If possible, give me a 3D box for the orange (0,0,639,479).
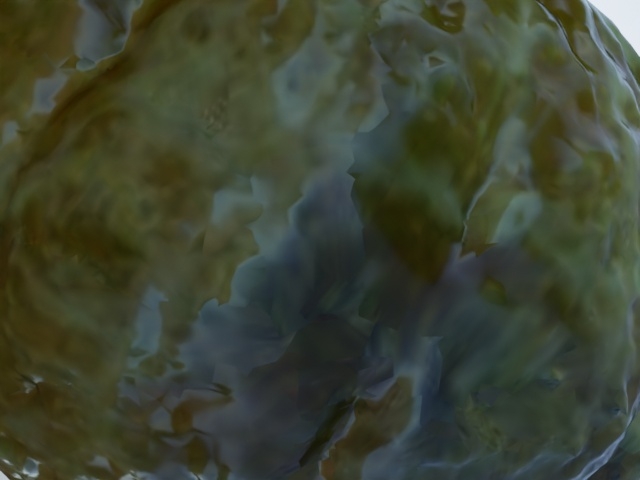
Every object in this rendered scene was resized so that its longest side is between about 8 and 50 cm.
[{"bbox_3d":[0.000,0.000,0.659,0.271,0.369,0.210,-58,-158,4],"label":"orange"}]
